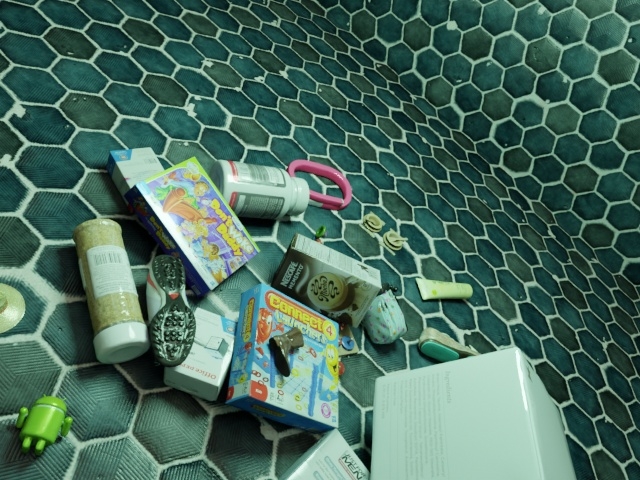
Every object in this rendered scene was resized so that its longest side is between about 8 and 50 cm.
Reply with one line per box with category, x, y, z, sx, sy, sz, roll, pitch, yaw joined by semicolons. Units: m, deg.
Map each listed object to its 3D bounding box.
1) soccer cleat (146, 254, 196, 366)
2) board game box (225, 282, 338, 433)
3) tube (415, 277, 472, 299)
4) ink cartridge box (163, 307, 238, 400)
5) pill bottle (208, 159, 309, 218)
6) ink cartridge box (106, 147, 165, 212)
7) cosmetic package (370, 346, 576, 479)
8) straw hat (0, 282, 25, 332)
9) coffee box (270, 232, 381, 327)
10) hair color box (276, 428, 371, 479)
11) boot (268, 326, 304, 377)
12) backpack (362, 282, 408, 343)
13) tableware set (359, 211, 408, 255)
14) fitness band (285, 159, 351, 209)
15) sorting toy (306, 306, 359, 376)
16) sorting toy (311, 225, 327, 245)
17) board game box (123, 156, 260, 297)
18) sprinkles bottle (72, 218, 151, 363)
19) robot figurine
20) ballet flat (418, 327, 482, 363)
soccer cleat;-0.381;0.186;1.220;0.108;0.116;0.318;6;45;-29
board game box;-0.083;0.312;1.284;0.308;0.086;0.302;33;43;-35
tube;0.480;0.193;1.897;0.240;0.062;0.070;6;10;-25
ink cartridge box;-0.289;0.284;1.234;0.139;0.082;0.191;20;42;-2
pill bottle;-0.203;-0.162;1.631;0.318;0.176;0.176;4;52;-33
ink cartridge box;-0.532;-0.168;1.477;0.134;0.078;0.231;-16;65;-43
cosmetic package;0.371;0.518;1.203;0.329;0.393;0.328;49;34;-32
straw hat;-0.734;0.136;1.081;0.144;0.061;0.145;19;45;-20
coffee box;0.016;0.123;1.505;0.297;0.168;0.119;24;23;-7
hair color box;-0.042;0.625;1.102;0.185;0.114;0.374;50;43;12
boot;-0.071;0.275;1.220;0.114;0.037;0.107;-5;73;-59
backpack;0.200;0.246;1.601;0.115;0.152;0.182;-14;76;-36
tableware set;0.254;-0.040;1.952;0.194;0.039;0.128;41;42;2
fitness band;-0.003;-0.221;1.919;0.290;0.054;0.209;12;48;-28
sorting toy;0.048;0.280;1.519;0.132;0.046;0.275;0;54;-35
sorting toy;0.000;0.000;1.723;0.042;0.061;0.102;34;68;-25
board game box;-0.361;-0.045;1.417;0.347;0.078;0.233;56;41;-8
sprinkles bottle;-0.517;0.117;1.205;0.121;0.121;0.356;-3;56;-37
robot figurine;-0.561;0.370;0.992;0.101;0.067;0.115;18;45;-15
ballet flat;0.481;0.392;1.691;0.315;0.108;0.106;32;28;-8
